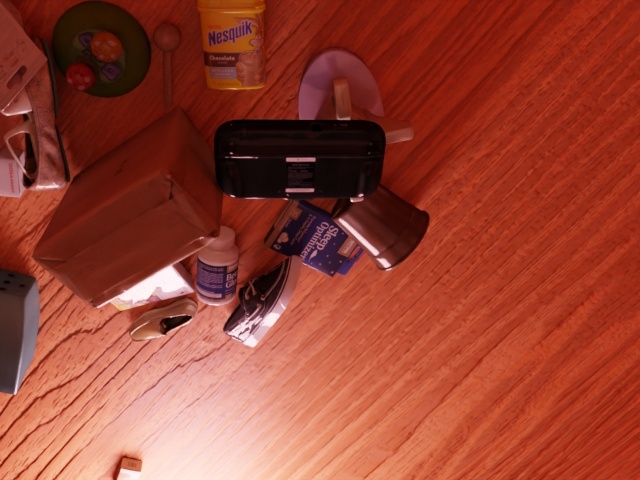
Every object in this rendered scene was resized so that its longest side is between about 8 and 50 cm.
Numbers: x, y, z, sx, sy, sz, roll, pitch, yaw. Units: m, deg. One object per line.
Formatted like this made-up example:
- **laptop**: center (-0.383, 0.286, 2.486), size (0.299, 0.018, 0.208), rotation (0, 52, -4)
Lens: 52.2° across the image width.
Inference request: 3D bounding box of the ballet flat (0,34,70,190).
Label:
- **ballet flat**: center (-0.558, -0.231, 1.260), size (0.106, 0.107, 0.316), rotation (-19, 127, -32)

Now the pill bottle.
- **pill bottle**: center (-0.234, 0.055, 1.487), size (0.094, 0.094, 0.169), rotation (4, 121, -8)

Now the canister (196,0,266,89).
- **canister**: center (-0.164, -0.378, 1.240), size (0.126, 0.073, 0.170), rotation (-2, 123, -4)

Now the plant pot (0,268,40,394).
- **plant pot**: center (-0.734, 0.194, 1.489), size (0.165, 0.165, 0.234), rotation (17, 110, -15)

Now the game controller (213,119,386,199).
- **game controller**: center (-0.038, -0.148, 1.225), size (0.319, 0.067, 0.167), rotation (0, 138, -5)

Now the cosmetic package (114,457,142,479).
- **cosmetic package**: center (-0.554, 0.679, 1.873), size (0.060, 0.041, 0.115), rotation (16, 119, -15)

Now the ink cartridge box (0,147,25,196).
- **ink cartridge box**: center (-0.675, -0.143, 1.345), size (0.122, 0.052, 0.089), rotation (6, 121, -7)

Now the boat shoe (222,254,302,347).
- **boat shoe**: center (-0.143, 0.135, 1.537), size (0.102, 0.108, 0.301), rotation (25, 130, -15)

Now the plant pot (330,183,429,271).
- **plant pot**: center (0.122, -0.046, 1.429), size (0.165, 0.167, 0.167), rotation (37, 112, -17)

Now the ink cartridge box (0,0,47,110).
- **ink cartridge box**: center (-0.586, -0.351, 1.191), size (0.145, 0.045, 0.179), rotation (-40, 93, 18)

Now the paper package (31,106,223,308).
- **paper package**: center (-0.352, -0.070, 1.262), size (0.309, 0.325, 0.168), rotation (-29, 120, 12)

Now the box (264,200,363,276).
- **box**: center (0.000, 0.000, 1.512), size (0.225, 0.036, 0.136), rotation (25, 116, -21)

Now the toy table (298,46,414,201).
- **toy table**: center (0.046, -0.226, 1.304), size (0.252, 0.161, 0.274), rotation (-20, 122, 7)

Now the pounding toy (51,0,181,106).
- **pounding toy**: center (-0.389, -0.336, 1.221), size (0.236, 0.110, 0.183), rotation (9, 120, -11)

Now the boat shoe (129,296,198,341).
- **boat shoe**: center (-0.384, 0.202, 1.575), size (0.190, 0.072, 0.068), rotation (-29, 120, 13)

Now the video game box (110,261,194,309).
- **video game box**: center (-0.406, 0.081, 1.465), size (0.187, 0.048, 0.205), rotation (-16, 151, 2)
